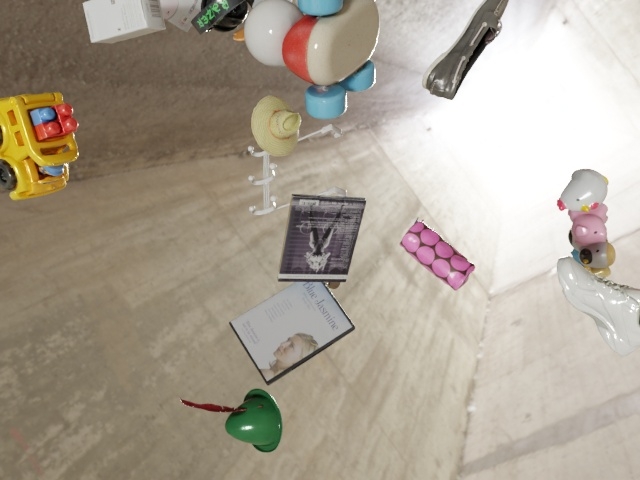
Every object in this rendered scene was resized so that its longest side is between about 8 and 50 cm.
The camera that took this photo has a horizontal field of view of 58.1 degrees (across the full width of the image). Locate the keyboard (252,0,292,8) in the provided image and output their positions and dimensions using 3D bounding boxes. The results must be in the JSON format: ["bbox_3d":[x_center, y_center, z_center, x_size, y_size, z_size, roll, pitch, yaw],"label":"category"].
[{"bbox_3d":[-0.087,-0.509,1.170,0.014,0.072,0.256,-60,-168,-10],"label":"keyboard"}]

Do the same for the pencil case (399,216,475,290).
[{"bbox_3d":[0.316,0.036,1.543,0.098,0.209,0.095,-36,160,-28],"label":"pencil case"}]

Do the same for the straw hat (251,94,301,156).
[{"bbox_3d":[-0.076,-0.252,1.248,0.061,0.144,0.144,-8,-159,43],"label":"straw hat"}]

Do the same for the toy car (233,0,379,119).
[{"bbox_3d":[-0.039,-0.365,1.004,0.210,0.238,0.219,-49,148,-38],"label":"toy car"}]

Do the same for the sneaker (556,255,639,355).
[{"bbox_3d":[0.558,0.107,1.111,0.115,0.232,0.090,-43,-178,39],"label":"sneaker"}]

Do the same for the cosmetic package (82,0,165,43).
[{"bbox_3d":[-0.563,-0.642,1.648,0.231,0.117,0.085,-3,-166,29],"label":"cosmetic package"}]

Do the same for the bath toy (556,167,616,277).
[{"bbox_3d":[0.689,-0.030,1.496,0.129,0.348,0.151,-36,-137,-4],"label":"bath toy"}]

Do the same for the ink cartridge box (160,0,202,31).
[{"bbox_3d":[-0.445,-0.813,1.841,0.232,0.066,0.189,-46,142,20],"label":"ink cartridge box"}]

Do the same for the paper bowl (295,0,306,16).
[{"bbox_3d":[0.054,-0.705,1.532,0.284,0.148,0.284,-37,176,-3],"label":"paper bowl"}]

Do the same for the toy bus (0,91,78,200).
[{"bbox_3d":[-0.589,-0.208,1.227,0.211,0.220,0.149,-4,-165,34],"label":"toy bus"}]

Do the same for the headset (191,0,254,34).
[{"bbox_3d":[-0.226,-0.709,1.730,0.243,0.185,0.394,-23,-154,34],"label":"headset"}]

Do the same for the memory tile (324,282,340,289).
[{"bbox_3d":[-0.005,0.099,1.685,0.113,0.148,0.012,-29,-149,-16],"label":"memory tile"}]

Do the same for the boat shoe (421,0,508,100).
[{"bbox_3d":[0.401,-0.503,1.499,0.335,0.095,0.112,-51,159,-2],"label":"boat shoe"}]

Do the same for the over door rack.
[{"bbox_3d":[-0.090,-0.228,1.818,0.324,0.239,0.108,-11,160,24],"label":"over door rack"}]

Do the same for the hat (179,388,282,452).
[{"bbox_3d":[-0.232,0.490,1.521,0.183,0.173,0.208,0,171,-42],"label":"hat"}]

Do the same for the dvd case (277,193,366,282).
[{"bbox_3d":[0.000,0.000,1.270,0.018,0.164,0.221,-113,-151,-54],"label":"dvd case"}]

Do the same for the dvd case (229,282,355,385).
[{"bbox_3d":[-0.067,0.206,1.393,0.253,0.180,0.022,-30,160,-16],"label":"dvd case"}]
